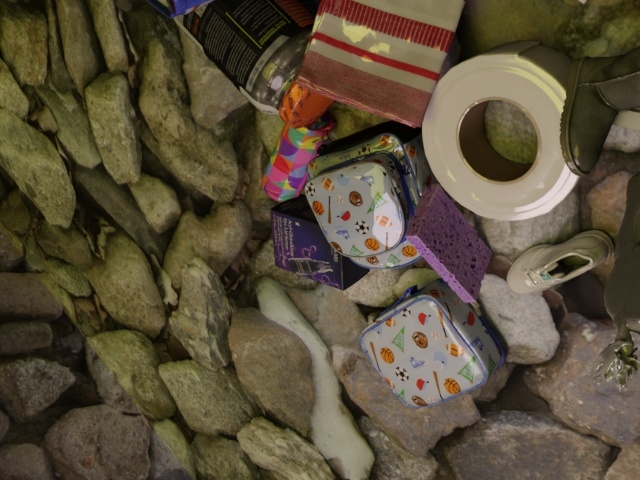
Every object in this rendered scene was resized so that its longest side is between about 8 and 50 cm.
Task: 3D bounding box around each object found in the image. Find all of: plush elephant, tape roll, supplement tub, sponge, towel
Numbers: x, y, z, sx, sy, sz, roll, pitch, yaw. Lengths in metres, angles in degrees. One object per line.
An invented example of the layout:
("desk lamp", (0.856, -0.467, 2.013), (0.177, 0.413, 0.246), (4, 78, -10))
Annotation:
("plush elephant", (0.564, 0.096, 0.949), (0.272, 0.255, 0.330), (-135, 66, -73))
("tape roll", (0.315, -0.180, 1.101), (0.286, 0.100, 0.286), (22, 127, 33))
("supplement tub", (-0.111, -0.391, 1.287), (0.338, 0.207, 0.207), (47, 137, 11))
("sponge", (0.238, 0.008, 1.207), (0.031, 0.117, 0.210), (-5, 140, 46))
("towel", (0.111, -0.379, 1.093), (0.236, 0.037, 0.329), (22, 104, 14))

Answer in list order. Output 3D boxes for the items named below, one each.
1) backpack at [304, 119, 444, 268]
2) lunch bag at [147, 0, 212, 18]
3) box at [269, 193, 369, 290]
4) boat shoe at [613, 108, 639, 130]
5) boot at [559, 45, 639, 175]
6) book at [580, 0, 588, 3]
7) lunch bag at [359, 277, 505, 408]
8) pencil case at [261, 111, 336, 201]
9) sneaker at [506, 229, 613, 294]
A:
("backpack", (0.118, -0.075, 1.277), (0.276, 0.213, 0.264), (-12, 116, 42))
("lunch bag", (-0.190, -0.554, 1.090), (0.385, 0.327, 0.239), (52, 163, 28))
("box", (0.000, 0.000, 1.488), (0.207, 0.108, 0.153), (17, 124, 36))
("boat shoe", (0.534, -0.196, 0.881), (0.306, 0.113, 0.105), (14, 115, 45))
("boot", (0.428, -0.186, 0.873), (0.208, 0.076, 0.190), (1, 87, 50))
("book", (0.383, -0.428, 0.942), (0.096, 0.035, 0.144), (40, 135, 11))
("lunch bag", (0.231, 0.217, 1.404), (0.243, 0.115, 0.303), (55, 138, 6))
("pencil case", (-0.052, -0.190, 1.434), (0.104, 0.104, 0.236), (44, 137, 14))
("sneaker", (0.401, 0.050, 1.161), (0.080, 0.094, 0.212), (54, 138, 1))
